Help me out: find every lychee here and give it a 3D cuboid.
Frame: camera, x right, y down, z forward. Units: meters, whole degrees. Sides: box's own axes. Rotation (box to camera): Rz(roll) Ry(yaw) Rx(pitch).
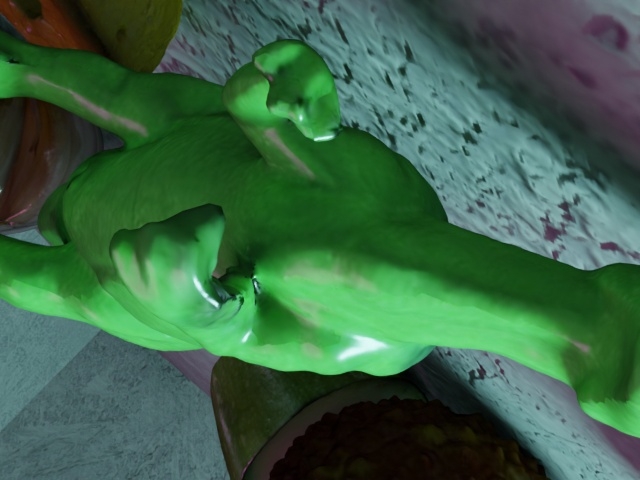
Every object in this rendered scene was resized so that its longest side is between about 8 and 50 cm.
[{"bbox_3d":[0.062,0.246,0.786,0.304,0.276,0.276,24,163,11],"label":"lychee"}]

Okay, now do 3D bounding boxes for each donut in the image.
[{"bbox_3d":[-0.134,-0.145,0.574,0.162,0.065,0.178,50,168,-13],"label":"donut"}]

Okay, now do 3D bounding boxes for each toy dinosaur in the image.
[{"bbox_3d":[0.000,0.000,0.548,0.374,0.144,0.500,15,179,7],"label":"toy dinosaur"}]

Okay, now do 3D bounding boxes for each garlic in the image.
[{"bbox_3d":[-0.318,-0.095,1.018,0.207,0.256,0.207,12,110,34],"label":"garlic"}]

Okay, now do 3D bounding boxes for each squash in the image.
[{"bbox_3d":[-0.013,0.138,0.914,0.123,0.170,0.170,49,173,34],"label":"squash"}]
